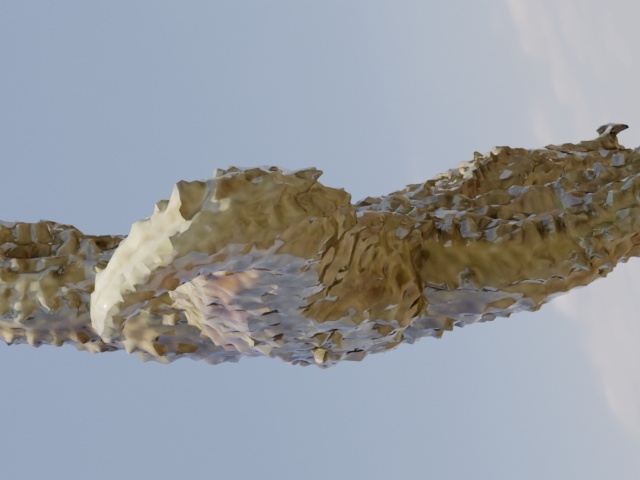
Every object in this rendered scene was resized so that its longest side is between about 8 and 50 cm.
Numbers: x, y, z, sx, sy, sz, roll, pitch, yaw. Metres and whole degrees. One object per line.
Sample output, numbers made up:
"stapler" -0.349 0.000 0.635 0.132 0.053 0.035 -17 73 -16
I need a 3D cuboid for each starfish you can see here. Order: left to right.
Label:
"starfish" 0.001 0.004 0.569 0.299 0.302 0.060 171 90 -70
